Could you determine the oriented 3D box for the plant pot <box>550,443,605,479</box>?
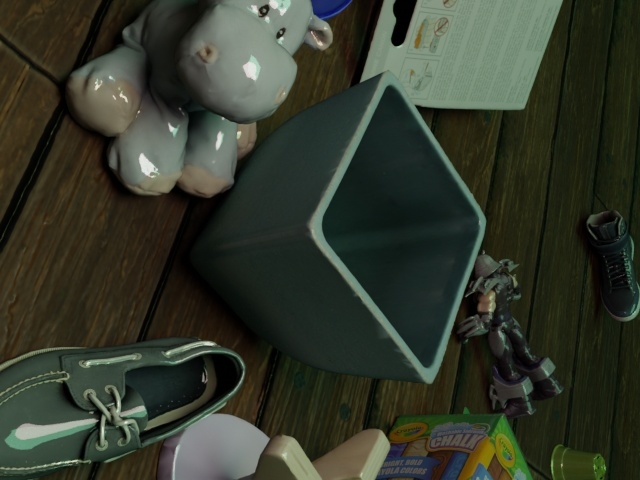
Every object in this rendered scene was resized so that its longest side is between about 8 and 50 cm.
[{"bbox_3d":[0.479,0.419,1.658,0.083,0.079,0.083,14,72,-49],"label":"plant pot"}]

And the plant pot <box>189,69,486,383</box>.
[{"bbox_3d":[0.000,0.000,1.028,0.247,0.252,0.248,52,46,-31],"label":"plant pot"}]

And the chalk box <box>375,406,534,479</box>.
[{"bbox_3d":[0.180,0.354,1.228,0.289,0.179,0.180,-50,120,-44],"label":"chalk box"}]

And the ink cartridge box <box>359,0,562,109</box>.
[{"bbox_3d":[0.220,-0.365,1.414,0.384,0.091,0.308,-4,122,-37],"label":"ink cartridge box"}]

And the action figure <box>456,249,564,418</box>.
[{"bbox_3d":[0.299,0.147,1.493,0.185,0.099,0.285,-26,99,-43],"label":"action figure"}]

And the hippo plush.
[{"bbox_3d":[-0.094,-0.186,0.966,0.234,0.236,0.294,44,51,-35],"label":"hippo plush"}]

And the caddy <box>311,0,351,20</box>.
[{"bbox_3d":[-0.029,-0.449,1.161,0.241,0.179,0.342,18,67,-22],"label":"caddy"}]

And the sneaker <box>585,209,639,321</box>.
[{"bbox_3d":[0.612,0.043,1.888,0.163,0.086,0.226,49,37,-47],"label":"sneaker"}]

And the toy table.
[{"bbox_3d":[-0.040,0.307,0.987,0.274,0.160,0.252,50,48,-33],"label":"toy table"}]

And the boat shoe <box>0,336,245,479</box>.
[{"bbox_3d":[-0.203,0.153,0.867,0.319,0.099,0.116,-8,89,-51],"label":"boat shoe"}]
